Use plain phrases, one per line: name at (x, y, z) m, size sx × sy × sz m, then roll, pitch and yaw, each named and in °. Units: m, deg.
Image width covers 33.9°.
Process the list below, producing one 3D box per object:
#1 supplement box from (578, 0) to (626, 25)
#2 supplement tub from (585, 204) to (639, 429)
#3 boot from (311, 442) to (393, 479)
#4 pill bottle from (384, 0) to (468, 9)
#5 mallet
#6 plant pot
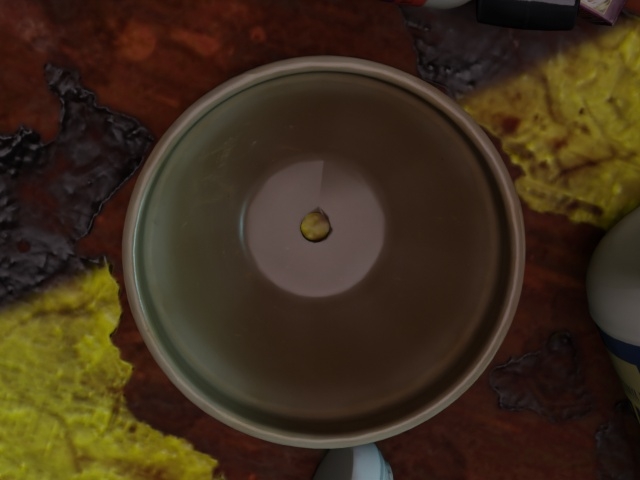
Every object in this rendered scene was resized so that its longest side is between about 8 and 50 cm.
supplement box at (0.159, -0.179, 0.667) m, size 0.083 × 0.043 × 0.055 m, roll 27°, pitch 99°, yaw -8°
supplement tub at (0.321, 0.116, 0.648) m, size 0.228 × 0.228 × 0.316 m, roll -25°, pitch 102°, yaw 2°
boot at (0.040, 0.258, 0.740) m, size 0.123 × 0.095 × 0.258 m, roll 10°, pitch 110°, yaw -12°
pill bottle at (-0.054, -0.237, 0.569) m, size 0.323 × 0.181 × 0.181 m, roll 7°, pitch 102°, yaw -6°
mallet at (0.118, -0.213, 0.602) m, size 0.062 × 0.039 × 0.189 m, roll -1°, pitch 116°, yaw 11°
plant pot at (0.000, 0.000, 0.662) m, size 0.237 × 0.110 × 0.237 m, roll -1°, pitch 103°, yaw -4°
